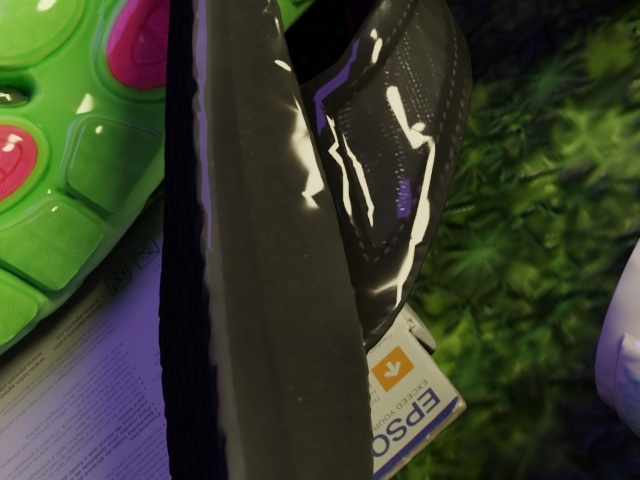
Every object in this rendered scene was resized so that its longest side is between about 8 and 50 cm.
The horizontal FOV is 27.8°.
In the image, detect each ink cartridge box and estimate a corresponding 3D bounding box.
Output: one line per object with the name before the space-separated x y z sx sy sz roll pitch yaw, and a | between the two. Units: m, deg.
ink cartridge box | -0.060 0.083 0.575 0.223 0.045 0.224 -42 43 5

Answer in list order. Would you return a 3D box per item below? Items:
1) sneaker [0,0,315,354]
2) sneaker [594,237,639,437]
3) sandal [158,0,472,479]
sneaker | -0.146 -0.080 0.673 0.483 0.185 0.202 -41 7 -11
sneaker | 0.245 -0.056 0.378 0.150 0.135 0.366 33 81 32
sandal | 0.000 0.002 0.468 0.107 0.167 0.446 1 63 -13
